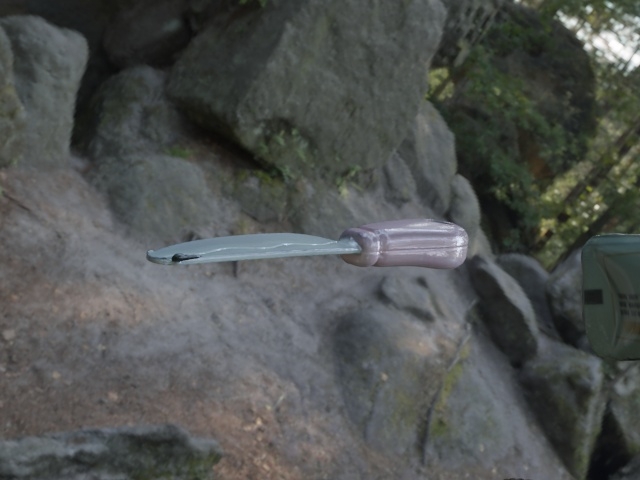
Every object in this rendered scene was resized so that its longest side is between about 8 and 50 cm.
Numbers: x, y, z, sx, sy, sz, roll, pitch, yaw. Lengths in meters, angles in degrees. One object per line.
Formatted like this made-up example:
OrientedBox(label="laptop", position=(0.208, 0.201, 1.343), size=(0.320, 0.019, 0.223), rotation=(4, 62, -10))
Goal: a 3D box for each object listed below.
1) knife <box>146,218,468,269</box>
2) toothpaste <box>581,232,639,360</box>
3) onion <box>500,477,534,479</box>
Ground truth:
OrientedBox(label="knife", position=(-0.002, -0.001, 0.655), size=(0.336, 0.043, 0.081), rotation=(1, 11, -41))
OrientedBox(label="toothpaste", position=(0.179, 0.021, 0.319), size=(0.037, 0.067, 0.255), rotation=(-3, -4, -15))
OrientedBox(label="onion", position=(0.196, 0.369, 0.838), size=(0.221, 0.281, 0.281), rotation=(54, 16, -6))
